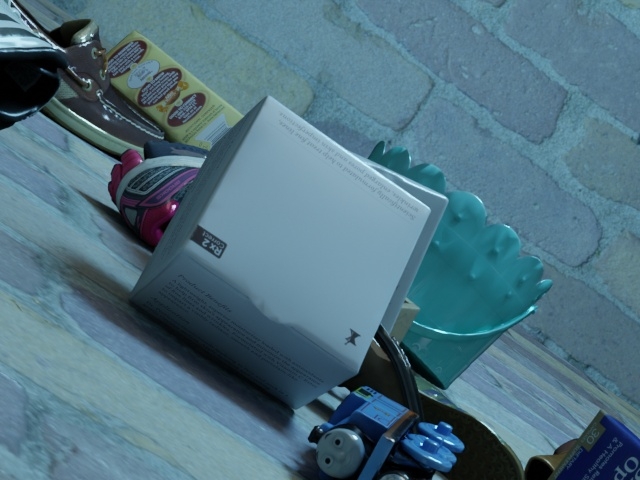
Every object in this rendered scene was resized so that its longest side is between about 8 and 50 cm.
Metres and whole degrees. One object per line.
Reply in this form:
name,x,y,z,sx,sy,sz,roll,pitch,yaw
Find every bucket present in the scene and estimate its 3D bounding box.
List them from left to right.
bucket,0.117,0.035,2.166,0.281,0.183,0.281,39,-7,5

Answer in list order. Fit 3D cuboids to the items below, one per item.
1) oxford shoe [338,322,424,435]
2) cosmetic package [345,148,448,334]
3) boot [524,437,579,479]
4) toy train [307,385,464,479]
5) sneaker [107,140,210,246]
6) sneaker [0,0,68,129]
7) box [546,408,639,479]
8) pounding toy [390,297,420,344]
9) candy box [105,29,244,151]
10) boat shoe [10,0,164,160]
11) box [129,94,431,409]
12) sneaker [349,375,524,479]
oxford shoe,0.025,0.110,1.643,0.227,0.096,0.083,63,-15,15
cosmetic package,0.000,0.000,1.768,0.151,0.184,0.151,23,3,-27
boot,0.373,0.312,2.082,0.264,0.096,0.280,37,6,13
toy train,0.047,0.168,1.393,0.105,0.080,0.184,27,6,8
sneaker,-0.068,-0.026,1.882,0.299,0.121,0.112,-1,32,-24
sneaker,-0.381,-0.225,1.869,0.257,0.169,0.447,44,12,-8
box,0.284,0.264,1.699,0.036,0.136,0.225,34,5,-29
pounding toy,0.035,0.090,1.986,0.130,0.100,0.141,38,16,29
candy box,-0.154,-0.130,2.392,0.316,0.087,0.183,41,-13,36
boat shoe,-0.309,-0.217,2.215,0.342,0.123,0.123,34,6,-29
box,-0.033,0.012,1.523,0.181,0.182,0.119,35,-33,-13
sneaker,0.121,0.181,1.770,0.192,0.064,0.086,34,10,10
